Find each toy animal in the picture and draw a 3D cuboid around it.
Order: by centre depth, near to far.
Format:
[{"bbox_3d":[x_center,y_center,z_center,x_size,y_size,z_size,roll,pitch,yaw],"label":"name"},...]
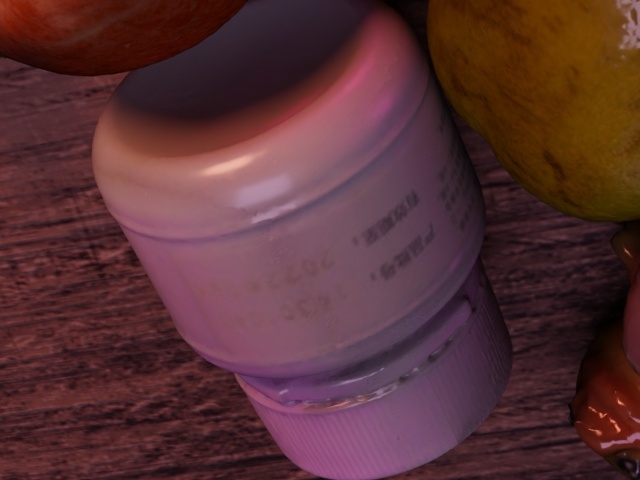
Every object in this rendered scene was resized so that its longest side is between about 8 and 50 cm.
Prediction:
[{"bbox_3d":[0.285,0.083,1.308,0.169,0.195,0.281,-9,136,-41],"label":"toy animal"}]

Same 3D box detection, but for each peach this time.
[{"bbox_3d":[-0.123,-0.225,1.073,0.232,0.257,0.232,25,129,34],"label":"peach"}]

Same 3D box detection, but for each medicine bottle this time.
[{"bbox_3d":[0.000,0.000,1.210,0.241,0.241,0.302,-15,125,17],"label":"medicine bottle"}]

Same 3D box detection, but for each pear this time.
[{"bbox_3d":[0.196,-0.157,1.054,0.269,0.269,0.321,19,142,-9],"label":"pear"}]

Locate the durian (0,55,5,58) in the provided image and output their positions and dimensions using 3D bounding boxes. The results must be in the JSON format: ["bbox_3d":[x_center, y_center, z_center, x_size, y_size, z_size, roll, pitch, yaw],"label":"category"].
[{"bbox_3d":[-0.279,-0.202,1.178,0.137,0.095,0.220,-15,132,-29],"label":"durian"}]
